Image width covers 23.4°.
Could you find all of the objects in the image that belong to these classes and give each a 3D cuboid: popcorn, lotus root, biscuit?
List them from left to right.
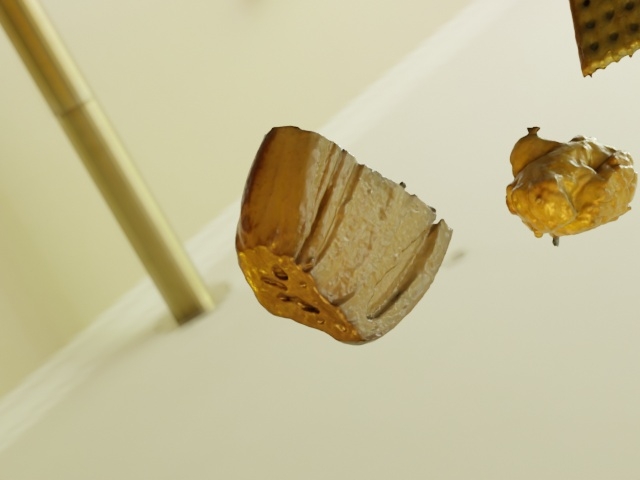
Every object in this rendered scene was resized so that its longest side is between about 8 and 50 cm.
[{"bbox_3d":[0.000,0.001,1.094,0.095,0.159,0.135,-31,-156,48],"label":"lotus root"},{"bbox_3d":[0.152,-0.024,0.959,0.084,0.084,0.084,-26,-164,8],"label":"popcorn"},{"bbox_3d":[0.337,-0.251,1.444,0.231,0.016,0.139,-23,-129,28],"label":"biscuit"}]
